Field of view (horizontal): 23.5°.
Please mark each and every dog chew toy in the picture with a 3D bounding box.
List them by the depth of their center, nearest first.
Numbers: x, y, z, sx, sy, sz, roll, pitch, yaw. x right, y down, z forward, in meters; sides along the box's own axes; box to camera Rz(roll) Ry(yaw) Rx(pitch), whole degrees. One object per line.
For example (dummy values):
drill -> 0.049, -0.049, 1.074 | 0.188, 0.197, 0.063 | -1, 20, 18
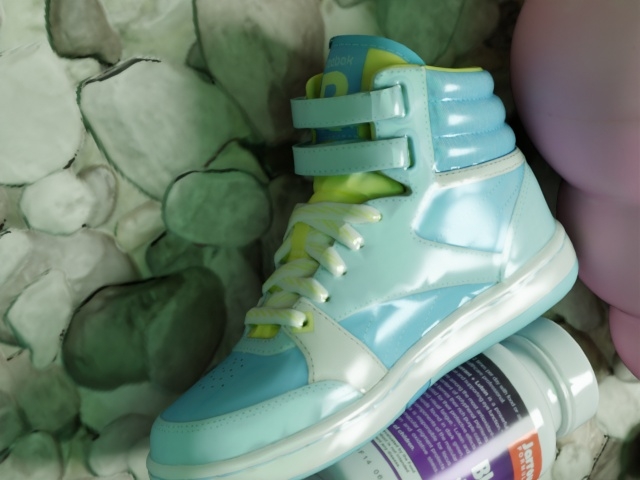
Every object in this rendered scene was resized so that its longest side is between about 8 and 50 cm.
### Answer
dog chew toy -> 0.241, -0.041, 1.012 | 0.206, 0.206, 0.332 | -26, 116, -26

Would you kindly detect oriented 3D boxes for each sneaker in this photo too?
sneaker -> 0.000, 0.000, 0.912 | 0.319, 0.127, 0.208 | -33, 111, -31

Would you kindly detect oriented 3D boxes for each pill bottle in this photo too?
pill bottle -> 0.080, 0.126, 0.978 | 0.193, 0.108, 0.108 | -29, 109, -25
